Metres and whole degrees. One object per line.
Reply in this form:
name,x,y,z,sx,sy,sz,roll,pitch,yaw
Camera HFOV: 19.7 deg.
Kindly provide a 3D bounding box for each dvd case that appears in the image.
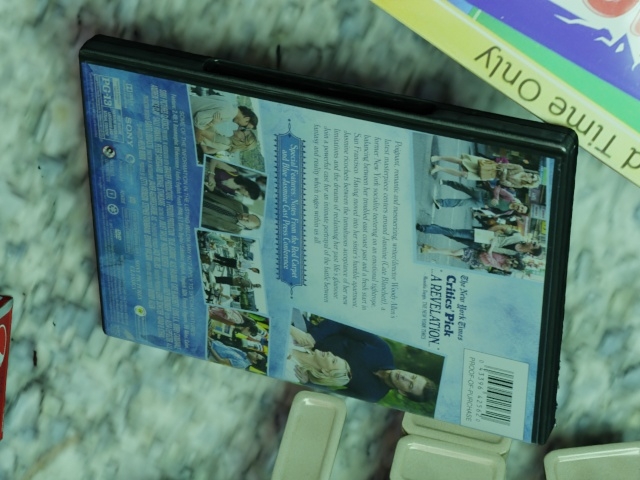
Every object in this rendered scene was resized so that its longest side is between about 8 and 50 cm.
dvd case,0.000,0.000,0.922,0.253,0.022,0.180,13,126,18

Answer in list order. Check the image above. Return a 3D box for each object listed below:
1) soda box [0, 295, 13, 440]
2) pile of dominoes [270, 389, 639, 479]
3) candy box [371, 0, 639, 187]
soda box,-0.307,0.062,1.006,0.263,0.083,0.092,9,104,6
pile of dominoes,0.056,0.200,0.934,0.196,0.040,0.251,12,67,7
candy box,0.212,-0.176,0.858,0.268,0.122,0.317,34,107,-1
